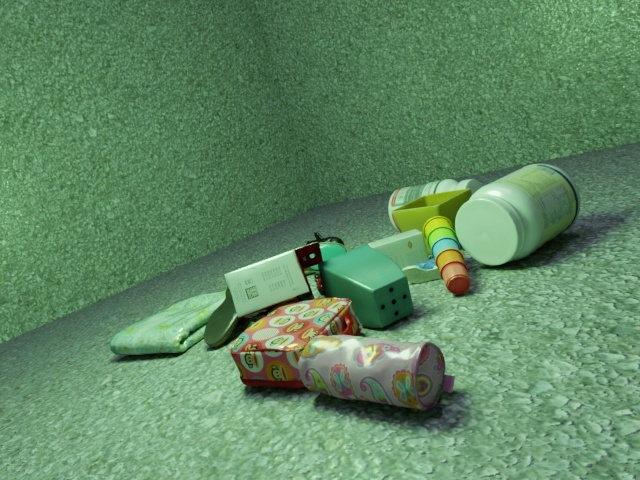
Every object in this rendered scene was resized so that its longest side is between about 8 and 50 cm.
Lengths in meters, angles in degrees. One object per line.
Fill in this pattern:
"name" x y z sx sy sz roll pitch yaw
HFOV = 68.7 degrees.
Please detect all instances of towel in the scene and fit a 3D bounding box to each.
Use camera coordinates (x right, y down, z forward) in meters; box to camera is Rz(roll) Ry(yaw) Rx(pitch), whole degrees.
"towel" -0.498 0.290 1.661 0.321 0.090 0.374 -13 11 29

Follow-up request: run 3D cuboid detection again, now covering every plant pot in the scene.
"plant pot" 0.132 0.134 1.257 0.166 0.165 0.234 -21 19 -20
"plant pot" 0.421 -0.059 1.690 0.212 0.187 0.212 -26 13 -36

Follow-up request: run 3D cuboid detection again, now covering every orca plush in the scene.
"orca plush" 0.000 0.000 2.324 0.151 0.102 0.287 -22 11 -25

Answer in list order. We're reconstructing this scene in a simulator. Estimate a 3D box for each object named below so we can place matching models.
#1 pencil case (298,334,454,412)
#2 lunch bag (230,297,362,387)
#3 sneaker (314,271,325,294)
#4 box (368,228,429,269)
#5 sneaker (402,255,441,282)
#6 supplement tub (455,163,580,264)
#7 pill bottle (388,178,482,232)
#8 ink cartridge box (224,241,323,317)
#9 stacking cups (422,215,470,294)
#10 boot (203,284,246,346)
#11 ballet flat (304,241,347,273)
"pencil case" 0.094 0.239 0.868 0.284 0.124 0.124 -8 14 41
"lunch bag" -0.037 0.230 1.109 0.258 0.120 0.293 -10 12 33
"sneaker" 0.078 0.124 1.536 0.125 0.104 0.262 -20 10 -23
"box" 0.259 0.051 1.535 0.171 0.129 0.091 -17 9 1
"sneaker" 0.325 0.085 1.434 0.152 0.058 0.084 -10 18 18
"supplement tub" 0.579 -0.077 1.382 0.325 0.235 0.236 -24 12 -32
"pill bottle" 0.486 -0.143 1.969 0.363 0.210 0.210 -6 16 46
"ink cartridge box" -0.104 0.134 1.385 0.272 0.129 0.309 -20 -13 -1
"stacking cups" 0.370 0.036 1.344 0.096 0.095 0.316 -16 26 9
"boot" -0.278 0.247 1.528 0.113 0.115 0.305 -9 31 20
"ballet flat" -0.060 0.090 1.947 0.349 0.123 0.123 -18 10 -3
